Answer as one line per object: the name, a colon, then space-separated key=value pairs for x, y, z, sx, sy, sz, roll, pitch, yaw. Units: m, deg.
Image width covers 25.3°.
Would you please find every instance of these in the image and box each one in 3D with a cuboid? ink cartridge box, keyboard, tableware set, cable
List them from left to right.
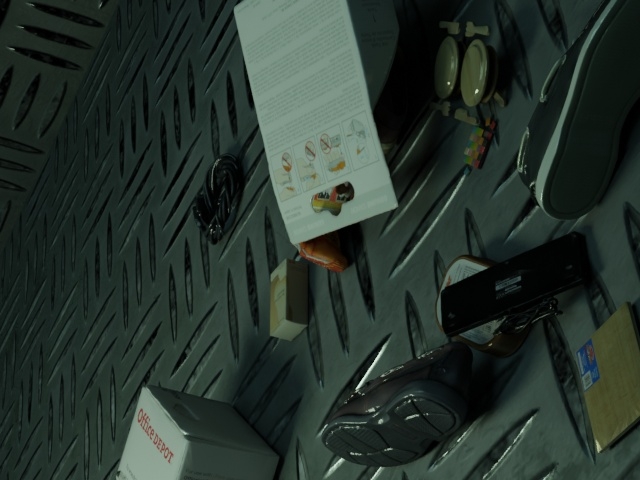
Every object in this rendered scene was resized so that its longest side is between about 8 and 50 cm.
ink cartridge box: x=-0.232 y=0.463 z=2.267 sx=0.285 sy=0.166 sz=0.394 roll=29 pitch=103 yaw=66
cable: x=-0.188 y=-0.077 z=2.685 sx=0.150 sy=0.047 sz=0.184 roll=-58 pitch=25 yaw=24
ink cartridge box: x=0.016 y=-0.210 z=2.068 sx=0.308 sy=0.091 sz=0.384 roll=-20 pitch=83 yaw=58
tableware set: x=0.198 y=-0.225 z=1.893 sx=0.194 sy=0.039 sz=0.128 roll=-142 pitch=58 yaw=-72
keyboard: x=0.221 y=0.067 z=1.609 sx=0.192 sy=0.038 sz=0.100 roll=-26 pitch=43 yaw=32

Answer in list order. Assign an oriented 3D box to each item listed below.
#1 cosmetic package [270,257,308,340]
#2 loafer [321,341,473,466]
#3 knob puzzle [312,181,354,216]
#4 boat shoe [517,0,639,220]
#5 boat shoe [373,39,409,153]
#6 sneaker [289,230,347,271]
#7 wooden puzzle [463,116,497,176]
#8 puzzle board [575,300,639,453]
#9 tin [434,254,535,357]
cosmetic package: x=-0.050 y=0.093 z=2.249 sx=0.060 sy=0.041 sz=0.115 roll=-47 pitch=35 yaw=47
loafer: x=0.103 y=0.206 z=1.772 sx=0.302 sy=0.109 sz=0.095 roll=-38 pitch=22 yaw=58
knob puzzle: x=0.034 y=-0.134 z=2.219 sx=0.213 sy=0.030 sz=0.213 roll=-47 pitch=35 yaw=48
boat shoe: x=0.293 y=-0.172 z=1.542 sx=0.302 sy=0.114 sz=0.091 roll=-65 pitch=30 yaw=20
boat shoe: x=0.085 y=-0.264 z=2.105 sx=0.092 sy=0.103 sz=0.285 roll=-41 pitch=43 yaw=44
sneaker: x=0.000 y=0.000 z=2.172 sx=0.067 sy=0.064 sz=0.175 roll=-60 pitch=27 yaw=7
wooden puzzle: x=0.204 y=-0.122 z=1.851 sx=0.083 sy=0.006 sz=0.049 roll=-71 pitch=23 yaw=9
puzzle board: x=0.301 y=0.139 z=1.455 sx=0.096 sy=0.011 sz=0.128 roll=-54 pitch=29 yaw=42
tin: x=0.194 y=0.075 z=1.712 sx=0.190 sy=0.040 sz=0.106 roll=23 pitch=92 yaw=67
